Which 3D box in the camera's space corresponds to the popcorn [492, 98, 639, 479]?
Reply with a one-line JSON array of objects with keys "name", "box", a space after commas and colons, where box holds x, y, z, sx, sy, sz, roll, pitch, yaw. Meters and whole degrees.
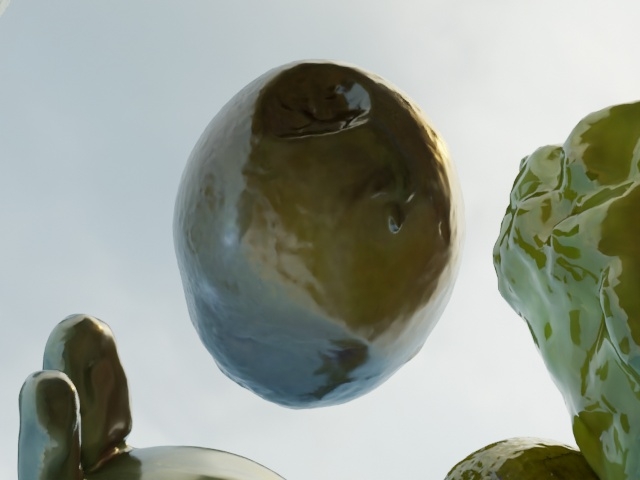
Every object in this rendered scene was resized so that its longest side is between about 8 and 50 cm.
[{"name": "popcorn", "box": [0.212, 0.023, 0.723, 0.242, 0.250, 0.235, 61, -170, 8]}]

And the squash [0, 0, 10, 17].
[{"name": "squash", "box": [-0.216, -0.133, 0.856, 0.137, 0.137, 0.287, 53, -177, -8]}]

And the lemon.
[{"name": "lemon", "box": [0.085, 0.119, 0.756, 0.110, 0.082, 0.082, 27, -134, -50]}]

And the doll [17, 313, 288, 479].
[{"name": "doll", "box": [-0.011, 0.152, 0.499, 0.275, 0.113, 0.155, 51, -160, -6]}]

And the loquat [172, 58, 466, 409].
[{"name": "loquat", "box": [0.000, 0.000, 1.159, 0.179, 0.227, 0.179, 0, -138, 0]}]
